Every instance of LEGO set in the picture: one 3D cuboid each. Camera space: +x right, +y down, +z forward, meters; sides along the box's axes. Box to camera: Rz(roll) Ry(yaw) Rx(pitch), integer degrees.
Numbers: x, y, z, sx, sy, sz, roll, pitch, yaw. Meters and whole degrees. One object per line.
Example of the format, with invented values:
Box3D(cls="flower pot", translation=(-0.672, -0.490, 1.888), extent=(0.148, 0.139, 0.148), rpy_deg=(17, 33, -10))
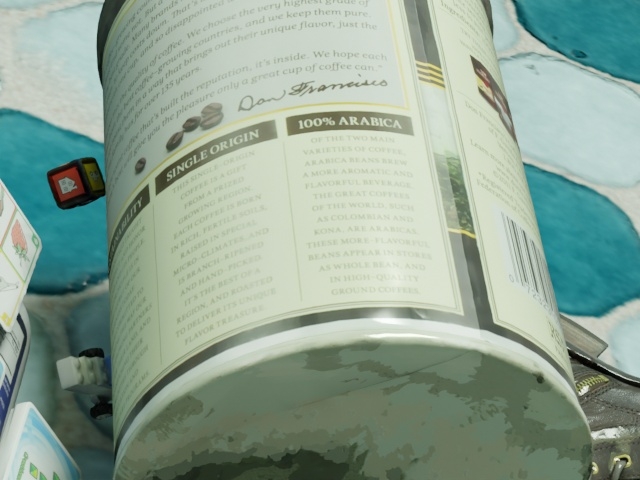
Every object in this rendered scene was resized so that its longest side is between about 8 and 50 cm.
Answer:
Box3D(cls="LEGO set", translation=(-0.103, 0.059, 0.834), extent=(0.060, 0.182, 0.244), rpy_deg=(-20, 29, 17))

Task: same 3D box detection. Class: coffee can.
Box3D(cls="coffee can", translation=(0.000, 0.000, 0.827), extent=(0.201, 0.201, 0.275), rpy_deg=(9, 46, -18))

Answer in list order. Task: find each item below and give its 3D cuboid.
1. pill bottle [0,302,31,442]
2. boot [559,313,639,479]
Box3D(cls="pill bottle", translation=(-0.187, 0.062, 0.838), extent=(0.094, 0.094, 0.169), rpy_deg=(16, 34, -8))
Box3D(cls="boot", translation=(0.119, 0.138, 0.919), extent=(0.263, 0.091, 0.229), rpy_deg=(26, 33, 25))
